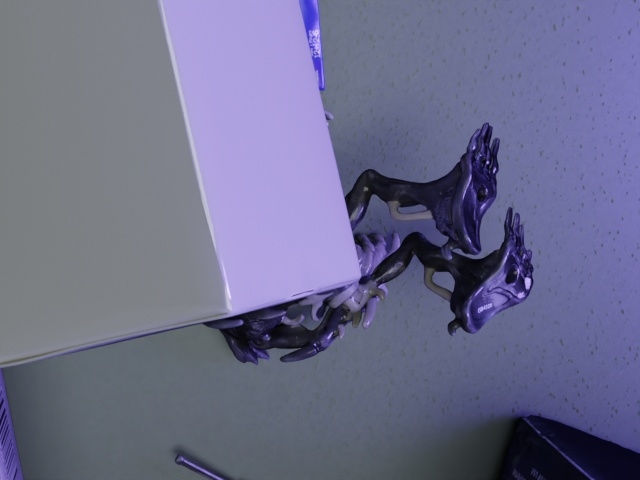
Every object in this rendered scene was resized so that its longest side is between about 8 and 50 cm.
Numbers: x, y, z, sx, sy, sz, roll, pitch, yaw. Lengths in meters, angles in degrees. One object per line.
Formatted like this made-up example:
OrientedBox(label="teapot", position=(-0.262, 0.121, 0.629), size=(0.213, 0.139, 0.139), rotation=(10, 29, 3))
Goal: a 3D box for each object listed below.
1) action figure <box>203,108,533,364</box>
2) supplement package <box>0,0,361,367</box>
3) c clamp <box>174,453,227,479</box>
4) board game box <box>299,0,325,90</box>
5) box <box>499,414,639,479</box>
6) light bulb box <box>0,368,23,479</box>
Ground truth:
OrientedBox(label="action figure", position=(0.000, 0.000, 1.101), size=(0.275, 0.141, 0.164), rotation=(-6, 131, 30))
OrientedBox(label="supplement package", position=(-0.116, -0.092, 0.962), size=(0.175, 0.177, 0.293), rotation=(-13, 89, 24))
OrientedBox(label="c clamp", position=(-0.071, 0.246, 1.177), size=(0.137, 0.022, 0.161), rotation=(24, 91, -14))
OrientedBox(label="board game box", position=(-0.108, -0.170, 1.114), size=(0.210, 0.047, 0.160), rotation=(-6, 97, -6))
OrientedBox(label="box", position=(0.290, 0.434, 1.107), size=(0.479, 0.297, 0.472), rotation=(21, 95, -9))
OrientedBox(label="light bulb box", position=(-0.373, 0.160, 1.023), size=(0.361, 0.225, 0.358), rotation=(-10, 97, -6))
